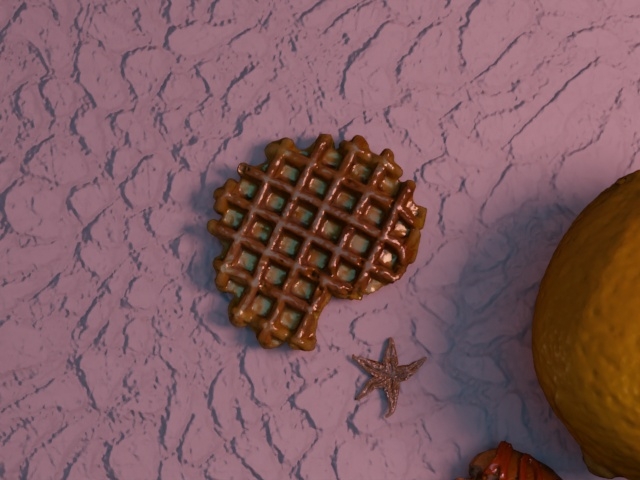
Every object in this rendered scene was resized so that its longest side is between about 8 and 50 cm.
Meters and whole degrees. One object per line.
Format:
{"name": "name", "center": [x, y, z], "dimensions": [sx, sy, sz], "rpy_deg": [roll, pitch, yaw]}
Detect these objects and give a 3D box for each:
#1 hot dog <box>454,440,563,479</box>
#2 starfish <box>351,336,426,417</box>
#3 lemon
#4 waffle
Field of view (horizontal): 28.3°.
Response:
{"name": "hot dog", "center": [0.284, 0.366, 1.367], "dimensions": [0.349, 0.117, 0.158], "rpy_deg": [40, 83, 5]}
{"name": "starfish", "center": [0.080, 0.155, 1.448], "dimensions": [0.086, 0.016, 0.092], "rpy_deg": [-5, 77, 1]}
{"name": "lemon", "center": [0.380, 0.085, 1.317], "dimensions": [0.336, 0.336, 0.336], "rpy_deg": [0, 82, 0]}
{"name": "waffle", "center": [0.000, 0.000, 1.450], "dimensions": [0.253, 0.056, 0.249], "rpy_deg": [-7, 82, -2]}
